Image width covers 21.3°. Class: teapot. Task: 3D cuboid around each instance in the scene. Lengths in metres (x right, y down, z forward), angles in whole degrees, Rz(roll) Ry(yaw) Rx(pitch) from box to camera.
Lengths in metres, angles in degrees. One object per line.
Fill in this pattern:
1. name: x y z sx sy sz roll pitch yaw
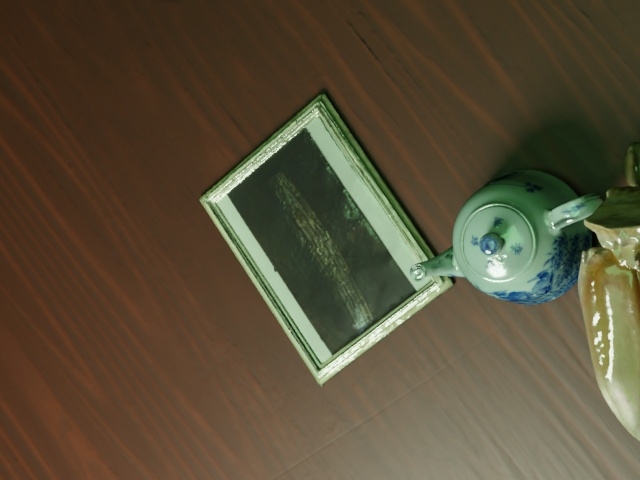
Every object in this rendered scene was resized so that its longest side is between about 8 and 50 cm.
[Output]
1. teapot: 0.220 -0.001 1.932 0.232 0.159 0.159 -23 83 26

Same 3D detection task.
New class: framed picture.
1. framed picture: 0.000 0.000 2.115 0.231 0.018 0.293 -40 77 24

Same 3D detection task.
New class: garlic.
1. garlic: 0.418 0.088 1.823 0.279 0.132 0.325 -11 107 41

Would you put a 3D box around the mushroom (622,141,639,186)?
1. mushroom: 0.456 -0.079 1.841 0.270 0.103 0.118 21 97 35
